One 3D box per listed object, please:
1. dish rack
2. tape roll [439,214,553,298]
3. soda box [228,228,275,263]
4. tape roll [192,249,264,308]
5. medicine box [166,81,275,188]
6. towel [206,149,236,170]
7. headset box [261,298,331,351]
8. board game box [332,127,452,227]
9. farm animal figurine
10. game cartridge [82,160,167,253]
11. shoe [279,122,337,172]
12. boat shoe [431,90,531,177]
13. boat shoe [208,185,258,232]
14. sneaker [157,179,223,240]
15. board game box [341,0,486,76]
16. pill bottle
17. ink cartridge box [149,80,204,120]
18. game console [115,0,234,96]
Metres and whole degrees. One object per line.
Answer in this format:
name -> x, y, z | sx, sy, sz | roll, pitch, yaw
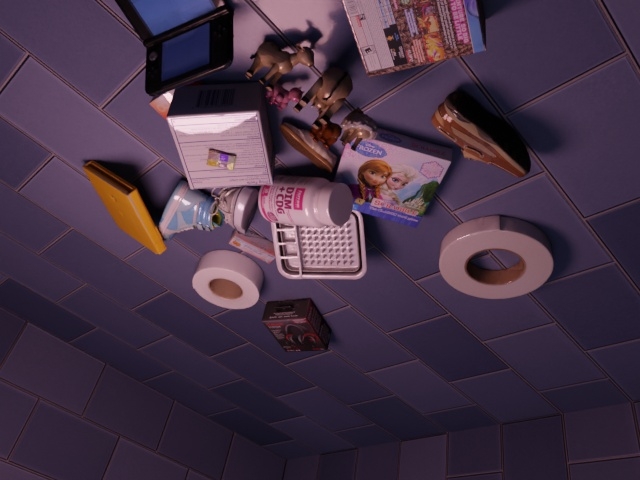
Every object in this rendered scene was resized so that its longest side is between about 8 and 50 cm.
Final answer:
dish rack -> 0.000, 0.000, 2.038 | 0.333, 0.072, 0.285 | 0, 114, 15
tape roll -> 0.615, 0.068, 2.014 | 0.392, 0.072, 0.392 | 8, 141, 6
soda box -> -0.254, 0.015, 2.186 | 0.183, 0.063, 0.058 | 28, 138, -19
tape roll -> -0.382, 0.165, 2.368 | 0.286, 0.100, 0.286 | 7, 141, 6
medicine box -> -0.286, -0.308, 1.717 | 0.263, 0.149, 0.289 | -3, 139, 4
towel -> -0.293, -0.235, 1.679 | 0.083, 0.009, 0.060 | 11, 137, -12
headset box -> -0.109, 0.371, 2.530 | 0.218, 0.110, 0.293 | -7, 137, 23
board game box -> 0.208, -0.200, 1.806 | 0.318, 0.066, 0.318 | 15, 140, -2
farm animal figurine -> -0.010, -0.409, 1.529 | 0.330, 0.172, 0.327 | 41, 174, -29
game cartridge -> -0.700, -0.113, 2.067 | 0.285, 0.053, 0.324 | 29, 151, 30
shoe -> -0.035, -0.297, 1.773 | 0.219, 0.058, 0.076 | 39, 165, -23
boat shoe -> 0.452, -0.287, 1.613 | 0.324, 0.122, 0.120 | 36, 141, -14
boat shoe -> -0.302, -0.124, 1.926 | 0.156, 0.136, 0.367 | 25, 171, -2
sneaker -> -0.476, -0.065, 2.103 | 0.208, 0.127, 0.319 | 25, 140, -13
board game box -> 0.222, -0.546, 1.336 | 0.291, 0.141, 0.232 | -6, 137, 22
pill bottle -> -0.048, -0.125, 1.829 | 0.283, 0.160, 0.160 | 7, 144, 37
ink cartridge box -> -0.407, -0.411, 1.740 | 0.179, 0.045, 0.145 | -17, 132, 35
game console -> -0.389, -0.552, 1.478 | 0.293, 0.250, 0.173 | -12, 161, 27
